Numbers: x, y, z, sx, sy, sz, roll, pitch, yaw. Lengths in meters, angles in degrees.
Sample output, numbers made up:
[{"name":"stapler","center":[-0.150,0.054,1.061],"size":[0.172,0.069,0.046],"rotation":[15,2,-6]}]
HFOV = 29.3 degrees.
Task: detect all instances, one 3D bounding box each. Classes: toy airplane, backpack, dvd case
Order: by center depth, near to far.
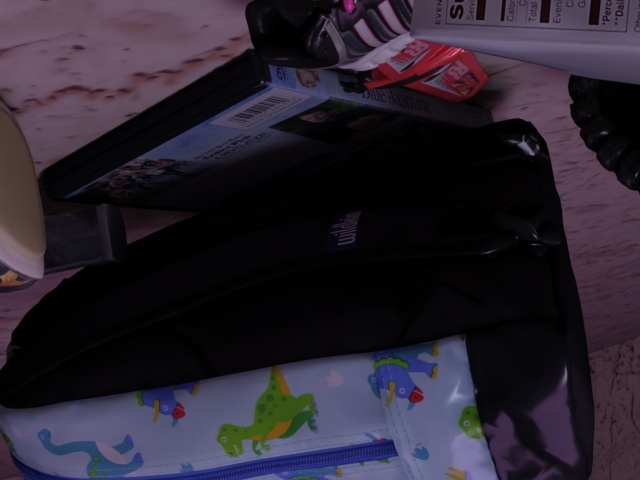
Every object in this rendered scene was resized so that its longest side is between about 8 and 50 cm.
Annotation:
[{"name":"toy airplane","center":[0.077,-0.111,0.656],"size":[0.151,0.028,0.151],"rotation":[-15,168,-3]},{"name":"backpack","center":[-0.026,0.084,0.757],"size":[0.355,0.273,0.290],"rotation":[-4,-151,5]},{"name":"dvd case","center":[-0.024,-0.057,0.784],"size":[0.180,0.022,0.253],"rotation":[-23,165,34]}]

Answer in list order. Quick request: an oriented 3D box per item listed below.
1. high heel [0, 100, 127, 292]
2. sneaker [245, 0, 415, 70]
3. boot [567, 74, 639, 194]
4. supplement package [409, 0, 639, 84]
[{"name":"high heel","center":[-0.231,-0.006,0.640],"size":[0.186,0.093,0.261],"rotation":[-10,166,9]},{"name":"sneaker","center":[0.019,-0.112,0.511],"size":[0.074,0.063,0.170],"rotation":[-15,173,-28]},{"name":"boot","center":[0.339,-0.036,0.758],"size":[0.348,0.131,0.260],"rotation":[17,-178,25]},{"name":"supplement package","center":[0.168,-0.112,0.333],"size":[0.203,0.149,0.194],"rotation":[12,-172,41]}]
